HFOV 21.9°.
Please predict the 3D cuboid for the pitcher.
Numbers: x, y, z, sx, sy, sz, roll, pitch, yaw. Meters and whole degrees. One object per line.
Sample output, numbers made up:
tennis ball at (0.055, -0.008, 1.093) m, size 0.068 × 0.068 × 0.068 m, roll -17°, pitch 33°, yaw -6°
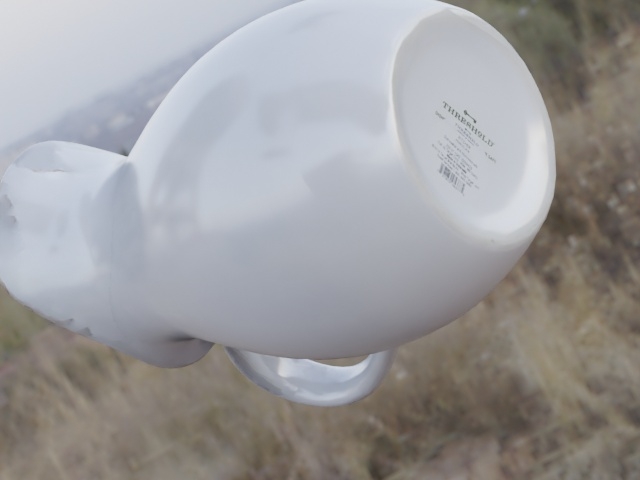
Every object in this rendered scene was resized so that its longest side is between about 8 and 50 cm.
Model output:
pitcher at (0.000, 0.000, 0.624) m, size 0.207 × 0.177 × 0.125 m, roll -20°, pitch 45°, yaw 44°
